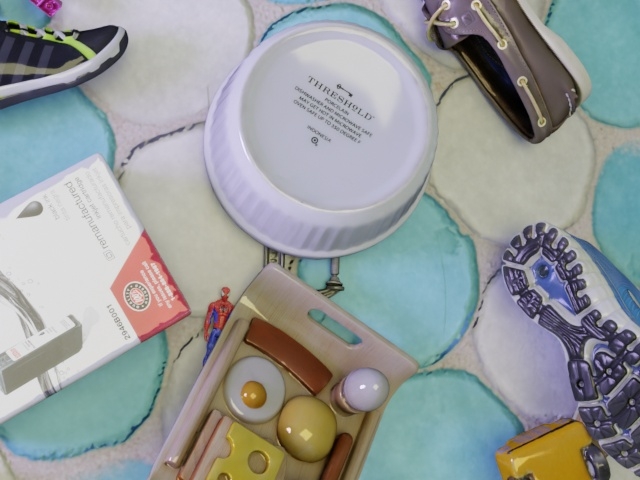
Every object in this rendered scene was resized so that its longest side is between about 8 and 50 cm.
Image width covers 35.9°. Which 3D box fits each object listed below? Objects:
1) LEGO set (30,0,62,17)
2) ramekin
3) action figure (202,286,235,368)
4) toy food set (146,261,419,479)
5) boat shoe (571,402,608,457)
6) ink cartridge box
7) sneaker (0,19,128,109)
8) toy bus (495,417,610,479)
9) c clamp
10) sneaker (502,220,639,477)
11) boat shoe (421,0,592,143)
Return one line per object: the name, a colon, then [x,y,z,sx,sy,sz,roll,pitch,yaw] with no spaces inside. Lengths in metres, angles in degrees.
LEGO set: [-0.394,-0.319,1.064,0.087,0.093,0.227,-37,126,20]
ramekin: [0.007,-0.119,1.102,0.273,0.127,0.273,1,80,-9]
action figure: [-0.115,0.110,1.120,0.038,0.030,0.115,8,81,-8]
toy food set: [-0.029,0.201,1.044,0.219,0.092,0.306,35,53,-14]
boat shoe: [0.367,0.193,1.197,0.068,0.072,0.190,35,79,-8]
ink cartridge box: [-0.304,0.061,1.036,0.273,0.114,0.197,-30,93,-12]
sneaker: [-0.323,-0.203,1.056,0.234,0.084,0.097,-23,115,-14]
toy bus: [0.298,0.374,1.136,0.108,0.130,0.333,-22,90,-13]
c clamp: [0.000,0.000,1.157,0.137,0.022,0.161,9,83,-12]
sneaker: [0.348,0.118,1.131,0.147,0.130,0.330,1,55,-45]
boat shoe: [0.186,-0.258,1.177,0.324,0.116,0.097,46,74,-11]
